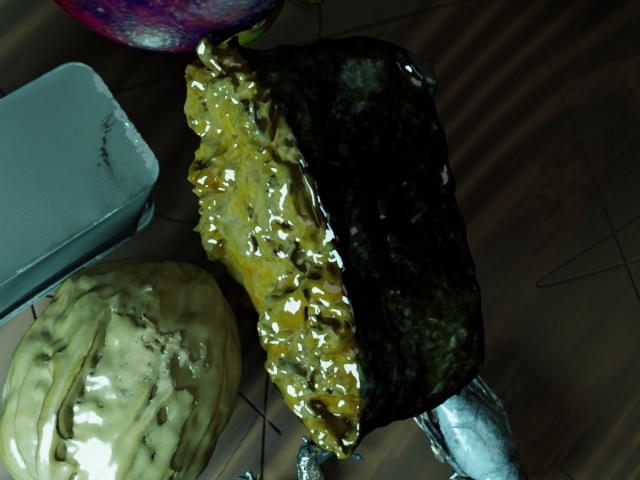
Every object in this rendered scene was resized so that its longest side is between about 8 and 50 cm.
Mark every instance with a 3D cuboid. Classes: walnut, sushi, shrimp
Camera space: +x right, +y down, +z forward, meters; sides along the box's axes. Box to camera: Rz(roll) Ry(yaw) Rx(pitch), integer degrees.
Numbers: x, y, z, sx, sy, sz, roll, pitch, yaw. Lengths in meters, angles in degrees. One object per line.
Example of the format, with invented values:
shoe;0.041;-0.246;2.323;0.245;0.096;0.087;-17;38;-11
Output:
walnut;-0.171;0.129;0.948;0.198;0.198;0.245;20;82;-13
sushi;0.000;0.000;0.949;0.207;0.234;0.349;-15;87;-30
shrimp;0.136;0.166;1.081;0.090;0.079;0.233;-33;92;-16

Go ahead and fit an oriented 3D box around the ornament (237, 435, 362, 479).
ornament;-0.022;0.225;1.063;0.125;0.028;0.073;0;90;-15

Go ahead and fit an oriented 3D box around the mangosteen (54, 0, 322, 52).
mangosteen;-0.093;-0.289;0.927;0.359;0.306;0.306;37;80;-33

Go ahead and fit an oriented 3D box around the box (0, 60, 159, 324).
box;-0.253;-0.040;0.933;0.243;0.135;0.163;-35;92;-24
